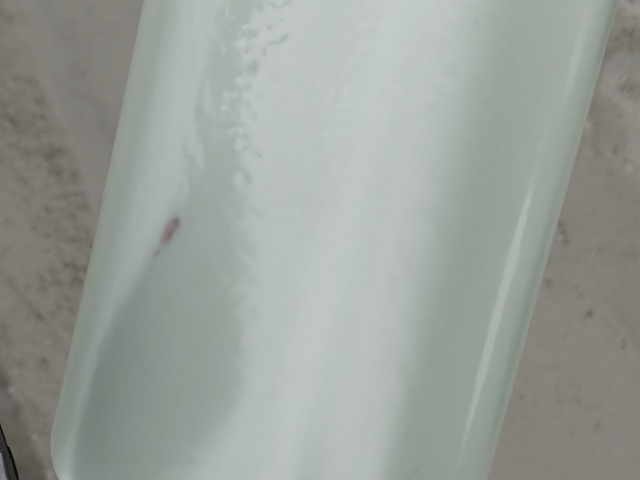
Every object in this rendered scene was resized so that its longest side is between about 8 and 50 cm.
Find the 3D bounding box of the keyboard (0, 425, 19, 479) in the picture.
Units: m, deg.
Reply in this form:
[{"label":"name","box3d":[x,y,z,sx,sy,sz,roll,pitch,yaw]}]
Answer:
[{"label":"keyboard","box3d":[-0.140,0.052,0.385,0.250,0.017,0.087,-16,93,46]}]

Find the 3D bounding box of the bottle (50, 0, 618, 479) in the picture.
[{"label":"bottle","box3d":[0.000,0.000,0.393,0.104,0.104,0.245,19,105,19]}]
